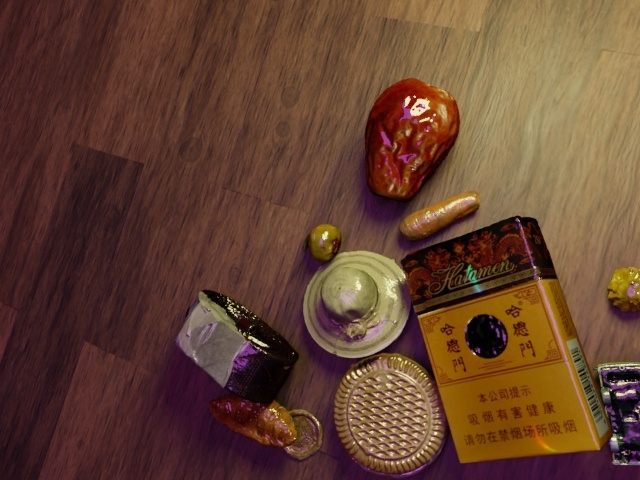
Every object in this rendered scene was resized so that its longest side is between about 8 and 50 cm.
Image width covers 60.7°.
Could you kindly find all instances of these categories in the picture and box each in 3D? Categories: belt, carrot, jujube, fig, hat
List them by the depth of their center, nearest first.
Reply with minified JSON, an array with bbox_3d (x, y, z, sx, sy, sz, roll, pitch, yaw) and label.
[{"bbox_3d":[0.182,-0.208,1.154,0.190,0.190,0.255,20,97,20],"label":"jujube"},{"bbox_3d":[0.061,0.117,1.156,0.252,0.110,0.251,-8,67,19],"label":"hat"},{"bbox_3d":[0.254,-0.054,1.166,0.186,0.060,0.060,-27,75,14],"label":"carrot"},{"bbox_3d":[-0.199,0.243,1.218,0.289,0.184,0.164,34,99,25],"label":"belt"},{"bbox_3d":[0.000,0.000,1.241,0.098,0.082,0.084,25,126,36],"label":"fig"}]

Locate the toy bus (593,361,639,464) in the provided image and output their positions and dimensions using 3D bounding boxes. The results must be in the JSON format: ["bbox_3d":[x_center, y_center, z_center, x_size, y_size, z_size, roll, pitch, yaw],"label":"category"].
[{"bbox_3d":[0.555,0.306,0.989,0.088,0.101,0.174,-9,84,24],"label":"toy bus"}]

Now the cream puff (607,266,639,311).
[{"bbox_3d":[0.583,0.091,1.031,0.083,0.058,0.083,-39,70,12],"label":"cream puff"}]

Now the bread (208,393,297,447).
[{"bbox_3d":[-0.143,0.394,1.229,0.233,0.076,0.104,11,95,25],"label":"bread"}]

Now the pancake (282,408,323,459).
[{"bbox_3d":[-0.047,0.436,1.227,0.115,0.011,0.114,-2,83,20],"label":"pancake"}]

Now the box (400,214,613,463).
[{"bbox_3d":[0.335,0.185,1.030,0.265,0.116,0.414,-24,74,37],"label":"box"}]

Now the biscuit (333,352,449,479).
[{"bbox_3d":[0.143,0.364,1.135,0.260,0.079,0.258,-3,82,19],"label":"biscuit"}]
